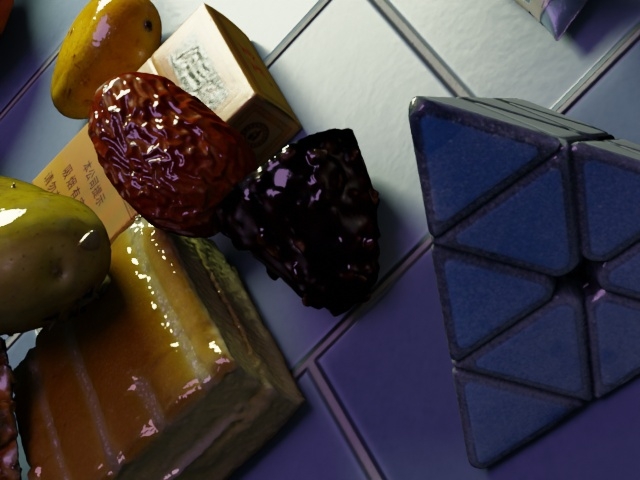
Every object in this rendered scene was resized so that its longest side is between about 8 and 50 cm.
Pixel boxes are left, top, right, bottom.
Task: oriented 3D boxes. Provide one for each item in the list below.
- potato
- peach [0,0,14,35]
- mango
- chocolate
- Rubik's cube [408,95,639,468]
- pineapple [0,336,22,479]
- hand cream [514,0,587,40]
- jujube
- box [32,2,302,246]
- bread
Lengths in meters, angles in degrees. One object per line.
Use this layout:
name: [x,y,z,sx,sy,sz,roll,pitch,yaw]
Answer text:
potato: [-0.298,0.014,1.200,0.173,0.140,0.300,-32,23,-23]
peach: [-0.534,-0.317,1.673,0.308,0.289,0.289,20,78,10]
mango: [-0.242,-0.204,1.459,0.165,0.089,0.115,-56,41,6]
chocolate: [0.000,0.000,1.112,0.156,0.156,0.133,-37,74,21]
Rubik's cube: [0.169,-0.008,0.928,0.228,0.229,0.233,-31,-7,-24]
pineapple: [-0.425,0.208,1.187,0.262,0.272,0.262,-178,90,-67]
hand cream: [0.171,-0.233,1.131,0.065,0.043,0.170,-55,47,11]
jujube: [-0.137,-0.078,1.179,0.176,0.112,0.109,41,118,24]
box: [-0.162,-0.086,1.326,0.274,0.076,0.174,-44,46,15]
bread: [-0.164,0.126,1.176,0.239,0.111,0.246,-44,42,13]
